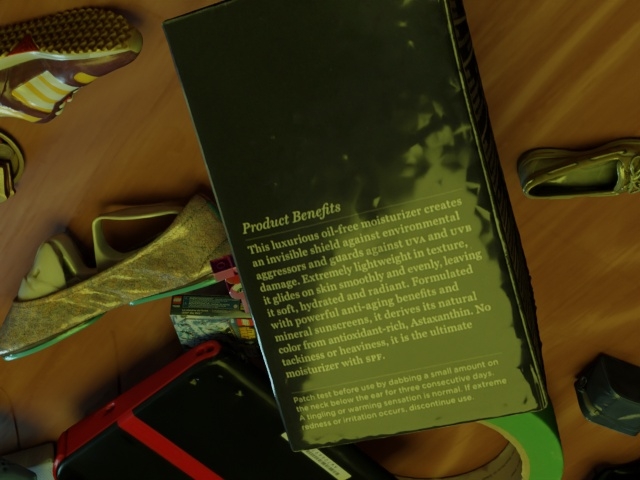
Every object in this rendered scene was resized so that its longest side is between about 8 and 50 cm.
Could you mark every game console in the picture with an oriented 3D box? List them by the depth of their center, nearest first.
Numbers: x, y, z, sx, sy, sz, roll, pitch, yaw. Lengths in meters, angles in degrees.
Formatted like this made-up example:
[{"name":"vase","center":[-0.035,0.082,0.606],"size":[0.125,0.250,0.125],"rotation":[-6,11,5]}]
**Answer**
[{"name":"game console","center":[-0.103,0.305,1.107],"size":[0.342,0.060,0.386],"rotation":[-36,116,26]}]

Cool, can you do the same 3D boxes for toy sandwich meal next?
[{"name":"toy sandwich meal","center":[-0.340,-0.076,0.896],"size":[0.085,0.029,0.086],"rotation":[1,130,2]}]

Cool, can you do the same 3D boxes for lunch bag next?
[{"name":"lunch bag","center":[0.350,0.188,1.058],"size":[0.098,0.067,0.065],"rotation":[22,127,-13]}]

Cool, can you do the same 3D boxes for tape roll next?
[{"name":"tape roll","center":[0.140,0.266,1.127],"size":[0.321,0.077,0.321],"rotation":[2,129,2]}]

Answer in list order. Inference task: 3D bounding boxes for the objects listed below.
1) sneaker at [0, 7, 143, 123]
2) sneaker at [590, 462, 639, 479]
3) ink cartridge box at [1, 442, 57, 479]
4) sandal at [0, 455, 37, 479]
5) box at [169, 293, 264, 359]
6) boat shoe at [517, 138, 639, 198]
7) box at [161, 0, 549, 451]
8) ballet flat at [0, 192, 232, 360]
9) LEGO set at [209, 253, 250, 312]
[{"name":"sneaker","center":[-0.240,-0.153,0.812],"size":[0.185,0.070,0.084],"rotation":[-4,138,14]},{"name":"sneaker","center":[0.377,0.373,1.192],"size":[0.121,0.108,0.302],"rotation":[37,114,-24]},{"name":"ink cartridge box","center":[-0.367,0.377,1.260],"size":[0.224,0.045,0.223],"rotation":[-16,126,15]},{"name":"sandal","center":[-0.419,0.315,1.129],"size":[0.138,0.126,0.317],"rotation":[-20,104,10]},{"name":"box","center":[-0.112,0.099,0.999],"size":[0.094,0.027,0.137],"rotation":[3,154,0]},{"name":"boat shoe","center":[0.271,-0.064,0.867],"size":[0.153,0.048,0.056],"rotation":[-1,130,3]},{"name":"box","center":[0.045,-0.051,0.673],"size":[0.182,0.296,0.294],"rotation":[-13,101,13]},{"name":"ballet flat","center":[-0.233,0.029,0.949],"size":[0.316,0.107,0.106],"rotation":[-22,106,13]},{"name":"LEGO set","center":[0.000,0.000,0.902],"size":[0.227,0.087,0.093],"rotation":[-18,137,-8]}]
